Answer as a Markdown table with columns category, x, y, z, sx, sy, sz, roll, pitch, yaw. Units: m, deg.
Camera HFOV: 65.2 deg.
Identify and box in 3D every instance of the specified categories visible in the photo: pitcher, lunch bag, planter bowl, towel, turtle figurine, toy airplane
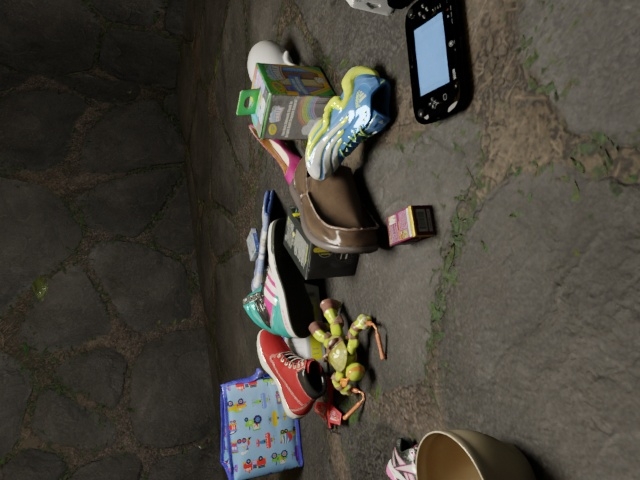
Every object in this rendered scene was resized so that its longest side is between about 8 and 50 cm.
| category | x | y | z | sx | sy | sz | roll | pitch | yaw |
| --- | --- | --- | --- | --- | --- | --- | --- | --- | --- |
| pitcher | -0.105 | -0.446 | 1.347 | 0.178 | 0.125 | 0.207 | -33 | 72 | 40 |
| lunch bag | -0.179 | 0.527 | 1.481 | 0.138 | 0.221 | 0.293 | -172 | 79 | -66 |
| planter bowl | 0.220 | 0.332 | 0.678 | 0.162 | 0.109 | 0.162 | 176 | 90 | -67 |
| towel | -0.183 | 0.002 | 1.579 | 0.209 | 0.034 | 0.285 | -93 | 13 | -63 |
| turtle figurine | 0.041 | 0.248 | 1.108 | 0.217 | 0.087 | 0.269 | -125 | 39 | -51 |
| toy airplane | 0.023 | 0.402 | 1.243 | 0.151 | 0.028 | 0.151 | 177 | 90 | -65 |

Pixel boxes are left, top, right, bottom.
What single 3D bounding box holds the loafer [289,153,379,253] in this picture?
| category | x | y | z | sx | sy | sz | roll | pitch | yaw |
| --- | --- | --- | --- | --- | --- | --- | --- | --- | --- |
| loafer | 0.017 | -0.095 | 1.062 | 0.366 | 0.134 | 0.130 | -126 | 39 | -51 |

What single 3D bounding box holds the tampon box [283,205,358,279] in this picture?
| category | x | y | z | sx | sy | sz | roll | pitch | yaw |
| --- | --- | --- | --- | --- | --- | --- | --- | --- | --- |
| tampon box | 0.000 | 0.000 | 1.130 | 0.161 | 0.120 | 0.101 | -127 | 39 | -52 |

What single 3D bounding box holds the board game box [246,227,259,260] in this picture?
| category | x | y | z | sx | sy | sz | roll | pitch | yaw |
| --- | --- | --- | --- | --- | --- | --- | --- | --- | --- |
| board game box | -0.245 | 0.016 | 1.824 | 0.090 | 0.020 | 0.090 | 126 | 135 | -55 |

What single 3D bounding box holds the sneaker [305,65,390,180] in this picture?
| category | x | y | z | sx | sy | sz | roll | pitch | yaw |
| --- | --- | --- | --- | --- | --- | --- | --- | --- | --- |
| sneaker | 0.056 | -0.217 | 0.961 | 0.126 | 0.091 | 0.240 | 38 | 109 | 50 |

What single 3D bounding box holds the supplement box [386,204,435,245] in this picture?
| category | x | y | z | sx | sy | sz | roll | pitch | yaw |
| --- | --- | --- | --- | --- | --- | --- | --- | --- | --- |
| supplement box | 0.155 | -0.025 | 0.867 | 0.083 | 0.043 | 0.055 | 154 | 111 | -64 |

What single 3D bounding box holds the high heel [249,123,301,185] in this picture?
| category | x | y | z | sx | sy | sz | roll | pitch | yaw |
| --- | --- | --- | --- | --- | --- | --- | --- | --- | --- |
| high heel | -0.121 | -0.234 | 1.385 | 0.082 | 0.117 | 0.244 | 127 | 135 | -56 |

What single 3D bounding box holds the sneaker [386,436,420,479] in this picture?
| category | x | y | z | sx | sy | sz | roll | pitch | yaw |
| --- | --- | --- | --- | --- | --- | --- | --- | --- | --- |
| sneaker | 0.172 | 0.392 | 0.853 | 0.178 | 0.072 | 0.077 | 6 | 87 | 61 |

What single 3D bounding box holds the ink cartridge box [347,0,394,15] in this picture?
| category | x | y | z | sx | sy | sz | roll | pitch | yaw |
| --- | --- | --- | --- | --- | --- | --- | --- | --- | --- |
| ink cartridge box | 0.081 | -0.473 | 0.924 | 0.052 | 0.089 | 0.122 | 115 | 144 | -42 |

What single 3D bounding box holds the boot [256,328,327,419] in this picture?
| category | x | y | z | sx | sy | sz | roll | pitch | yaw |
| --- | --- | --- | --- | --- | --- | --- | --- | --- | --- |
| boot | -0.068 | 0.290 | 1.224 | 0.244 | 0.088 | 0.176 | 59 | 140 | 28 |

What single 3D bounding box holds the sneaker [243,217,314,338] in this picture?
| category | x | y | z | sx | sy | sz | roll | pitch | yaw |
| --- | --- | --- | --- | --- | --- | --- | --- | --- | --- |
| sneaker | -0.118 | 0.104 | 1.262 | 0.178 | 0.124 | 0.295 | -16 | 79 | 43 |

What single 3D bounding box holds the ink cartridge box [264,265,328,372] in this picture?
| category | x | y | z | sx | sy | sz | roll | pitch | yaw |
| --- | --- | --- | --- | --- | --- | --- | --- | --- | --- |
| ink cartridge box | -0.078 | 0.210 | 1.409 | 0.303 | 0.072 | 0.307 | 158 | 110 | -66 |

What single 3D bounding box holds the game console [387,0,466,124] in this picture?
| category | x | y | z | sx | sy | sz | roll | pitch | yaw |
| --- | --- | --- | --- | --- | --- | --- | --- | --- | --- |
| game console | 0.177 | -0.369 | 0.774 | 0.213 | 0.044 | 0.361 | 166 | 100 | -66 |

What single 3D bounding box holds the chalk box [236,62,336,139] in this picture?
| category | x | y | z | sx | sy | sz | roll | pitch | yaw |
| --- | --- | --- | --- | --- | --- | --- | --- | --- | --- |
| chalk box | -0.094 | -0.330 | 1.191 | 0.132 | 0.213 | 0.132 | 112 | 146 | -44 |
